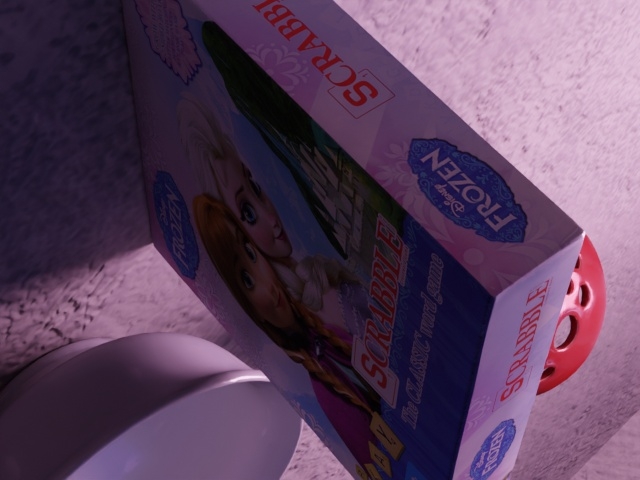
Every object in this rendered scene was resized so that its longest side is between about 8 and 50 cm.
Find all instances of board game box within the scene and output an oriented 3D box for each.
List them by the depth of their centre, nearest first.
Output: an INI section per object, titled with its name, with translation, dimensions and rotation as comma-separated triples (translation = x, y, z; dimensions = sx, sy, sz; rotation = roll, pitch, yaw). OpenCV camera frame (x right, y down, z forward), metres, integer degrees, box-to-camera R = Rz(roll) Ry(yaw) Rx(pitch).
[board game box]
translation = 0.000, 0.000, 0.823
dimensions = 0.066, 0.318, 0.318
rotation = -32, 150, -22

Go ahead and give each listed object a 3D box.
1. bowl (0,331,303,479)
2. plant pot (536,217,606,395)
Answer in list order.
[bowl]
translation = -0.166, 0.168, 1.041
dimensions = 0.298, 0.134, 0.298
rotation = -32, 151, -21
[plant pot]
translation = 0.134, 0.046, 1.219
dimensions = 0.191, 0.191, 0.174
rotation = -53, 149, 18
